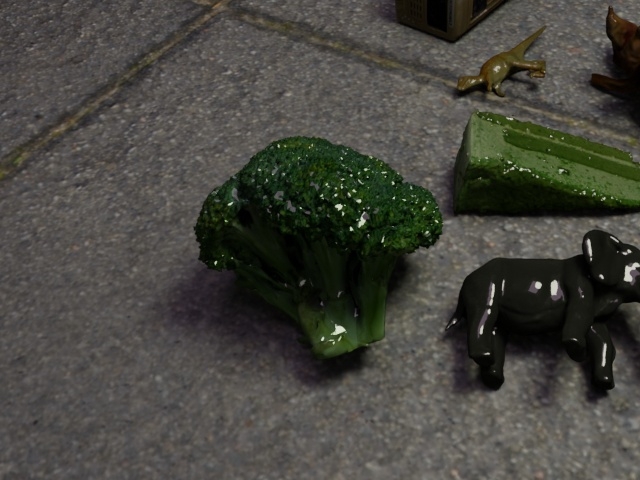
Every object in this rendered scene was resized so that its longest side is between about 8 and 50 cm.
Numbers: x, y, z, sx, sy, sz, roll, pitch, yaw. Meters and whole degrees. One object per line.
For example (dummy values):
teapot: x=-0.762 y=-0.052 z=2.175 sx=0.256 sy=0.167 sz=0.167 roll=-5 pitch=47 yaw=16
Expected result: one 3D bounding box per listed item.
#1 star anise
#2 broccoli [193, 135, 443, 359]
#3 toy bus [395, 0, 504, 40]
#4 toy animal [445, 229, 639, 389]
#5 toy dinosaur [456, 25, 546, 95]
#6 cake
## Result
star anise: x=0.450 y=-0.228 z=1.037 sx=0.196 sy=0.111 sz=0.212 roll=23 pitch=22 yaw=3
broccoli: x=0.000 y=0.000 z=0.848 sx=0.269 sy=0.261 sz=0.242 roll=-16 pitch=86 yaw=-1
toy bus: x=0.253 y=-0.453 z=1.251 sx=0.157 sy=0.139 sz=0.289 roll=35 pitch=62 yaw=29
toy animal: x=0.251 y=0.067 z=0.796 sx=0.244 sy=0.115 sz=0.146 roll=4 pitch=50 yaw=12
toy dinosaur: x=0.267 y=-0.265 z=1.147 sx=0.126 sy=0.039 sz=0.162 roll=2 pitch=47 yaw=13
cake: x=0.281 y=-0.094 z=0.950 sx=0.235 sy=0.099 sz=0.100 roll=1 pitch=50 yaw=9
